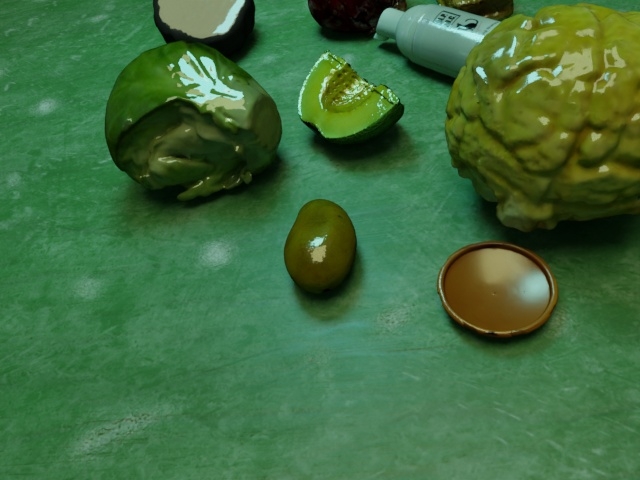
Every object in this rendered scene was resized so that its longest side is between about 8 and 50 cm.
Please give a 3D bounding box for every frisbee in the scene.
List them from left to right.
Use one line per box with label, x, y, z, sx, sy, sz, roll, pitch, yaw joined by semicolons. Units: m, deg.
frisbee;0.292;0.082;0.919;0.192;0.035;0.192;-6;50;7

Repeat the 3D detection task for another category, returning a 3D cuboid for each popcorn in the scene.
popcorn;0.402;-0.206;0.922;0.390;0.354;0.344;-36;32;45

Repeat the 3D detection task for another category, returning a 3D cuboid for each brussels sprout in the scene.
brussels sprout;-0.271;-0.269;1.192;0.371;0.276;0.315;1;54;13

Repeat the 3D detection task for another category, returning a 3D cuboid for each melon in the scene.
melon;0.062;-0.283;1.235;0.169;0.129;0.265;-46;56;4

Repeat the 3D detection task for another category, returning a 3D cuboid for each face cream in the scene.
face cream;0.272;-0.490;1.331;0.369;0.145;0.145;33;64;33

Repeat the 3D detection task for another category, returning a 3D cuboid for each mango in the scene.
mango;0.000;0.000;1.024;0.136;0.099;0.227;-13;40;11

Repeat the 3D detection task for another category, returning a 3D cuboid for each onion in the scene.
onion;0.095;-0.681;1.496;0.281;0.281;0.221;-10;6;5

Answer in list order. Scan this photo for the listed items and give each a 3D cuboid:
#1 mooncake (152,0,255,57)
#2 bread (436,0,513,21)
mooncake;-0.324;-0.643;1.564;0.283;0.141;0.283;-1;77;3
bread;0.391;-0.696;1.502;0.185;0.109;0.380;-13;48;9
